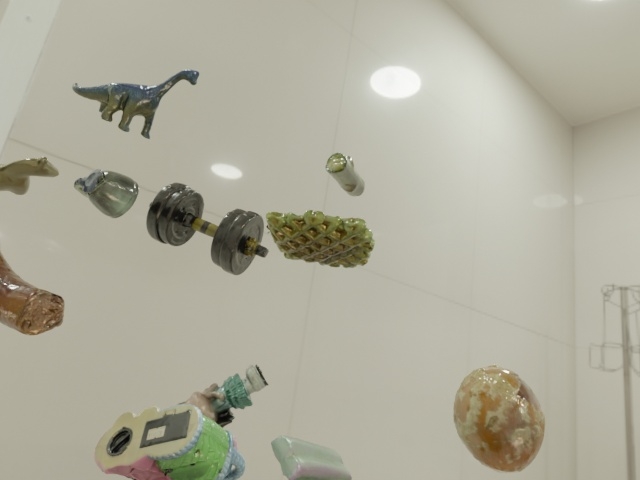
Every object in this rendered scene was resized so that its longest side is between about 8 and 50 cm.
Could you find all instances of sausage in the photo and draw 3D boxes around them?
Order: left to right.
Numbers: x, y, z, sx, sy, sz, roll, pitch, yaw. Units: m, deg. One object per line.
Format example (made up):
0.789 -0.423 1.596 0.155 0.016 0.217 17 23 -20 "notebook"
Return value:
-0.549 0.059 0.780 0.302 0.102 0.076 34 -11 23 "sausage"

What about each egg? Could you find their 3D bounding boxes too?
0.397 0.397 1.026 0.195 0.233 0.195 -13 -11 -3 "egg"

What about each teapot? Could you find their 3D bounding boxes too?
-0.530 -0.131 1.136 0.149 0.111 0.108 34 -5 42 "teapot"

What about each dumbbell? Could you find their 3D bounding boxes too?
-0.321 -0.036 1.302 0.389 0.185 0.185 22 -14 14 "dumbbell"

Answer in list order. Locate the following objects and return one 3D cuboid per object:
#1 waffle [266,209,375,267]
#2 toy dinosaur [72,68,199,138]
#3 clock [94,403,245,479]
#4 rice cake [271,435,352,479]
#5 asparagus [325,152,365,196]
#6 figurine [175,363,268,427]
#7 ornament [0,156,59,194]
0.000 0.000 0.870 0.208 0.054 0.214 3 -24 12 "waffle"
-0.406 -0.334 0.990 0.248 0.188 0.075 30 9 1 "toy dinosaur"
-0.224 0.356 0.736 0.194 0.100 0.195 -15 -53 11 "clock"
-0.011 0.422 0.871 0.080 0.042 0.222 45 0 41 "rice cake"
0.062 -0.160 1.126 0.060 0.067 0.278 15 -4 15 "asparagus"
-0.240 0.382 1.073 0.246 0.110 0.138 -31 3 -17 "figurine"
-0.787 -0.155 1.142 0.230 0.061 0.245 -1 -16 -36 "ornament"
